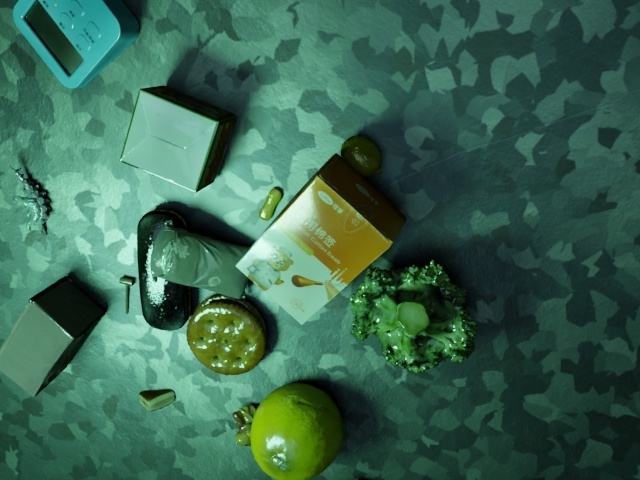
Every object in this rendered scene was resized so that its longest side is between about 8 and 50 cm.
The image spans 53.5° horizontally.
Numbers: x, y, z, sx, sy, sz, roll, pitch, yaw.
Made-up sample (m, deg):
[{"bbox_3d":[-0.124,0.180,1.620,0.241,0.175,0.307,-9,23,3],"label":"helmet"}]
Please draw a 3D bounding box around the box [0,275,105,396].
[{"bbox_3d":[-0.718,0.255,1.686,0.153,0.188,0.252,39,109,-3],"label":"box"}]

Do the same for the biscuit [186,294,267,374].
[{"bbox_3d":[-0.243,0.248,1.657,0.220,0.066,0.220,4,112,9],"label":"biscuit"}]

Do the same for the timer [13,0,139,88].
[{"bbox_3d":[-0.576,-0.499,1.461,0.250,0.091,0.232,-34,100,23],"label":"timer"}]

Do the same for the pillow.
[{"bbox_3d":[-0.285,0.054,1.556,0.255,0.059,0.169,14,101,-17],"label":"pillow"}]

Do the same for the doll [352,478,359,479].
[{"bbox_3d":[0.136,0.742,1.732,0.241,0.099,0.135,43,105,-3],"label":"doll"}]

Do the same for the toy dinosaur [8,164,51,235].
[{"bbox_3d":[-0.749,-0.105,1.646,0.082,0.039,0.209,-11,116,11],"label":"toy dinosaur"}]

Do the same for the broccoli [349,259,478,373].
[{"bbox_3d":[0.213,0.167,1.465,0.288,0.235,0.260,-5,142,4],"label":"broccoli"}]

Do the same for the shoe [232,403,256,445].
[{"bbox_3d":[-0.206,0.504,1.733,0.069,0.072,0.109,-8,117,-27],"label":"shoe"}]

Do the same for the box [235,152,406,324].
[{"bbox_3d":[0.000,0.000,1.452,0.225,0.143,0.341,42,122,-5],"label":"box"}]

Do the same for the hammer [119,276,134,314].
[{"bbox_3d":[-0.519,0.150,1.702,0.035,0.019,0.110,11,112,7],"label":"hammer"}]

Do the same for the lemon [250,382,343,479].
[{"bbox_3d":[-0.067,0.502,1.626,0.240,0.219,0.240,5,111,13],"label":"lemon"}]

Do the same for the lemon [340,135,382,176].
[{"bbox_3d":[0.095,-0.189,1.439,0.111,0.082,0.082,43,110,-10],"label":"lemon"}]

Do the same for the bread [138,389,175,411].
[{"bbox_3d":[-0.463,0.447,1.767,0.109,0.062,0.043,-7,106,10],"label":"bread"}]

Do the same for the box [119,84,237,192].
[{"bbox_3d":[-0.325,-0.237,1.466,0.195,0.148,0.177,22,108,3],"label":"box"}]

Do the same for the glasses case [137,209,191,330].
[{"bbox_3d":[-0.397,0.079,1.619,0.122,0.082,0.321,4,108,7],"label":"glasses case"}]

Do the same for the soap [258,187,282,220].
[{"bbox_3d":[-0.122,-0.088,1.549,0.034,0.012,0.089,30,111,-1],"label":"soap"}]
